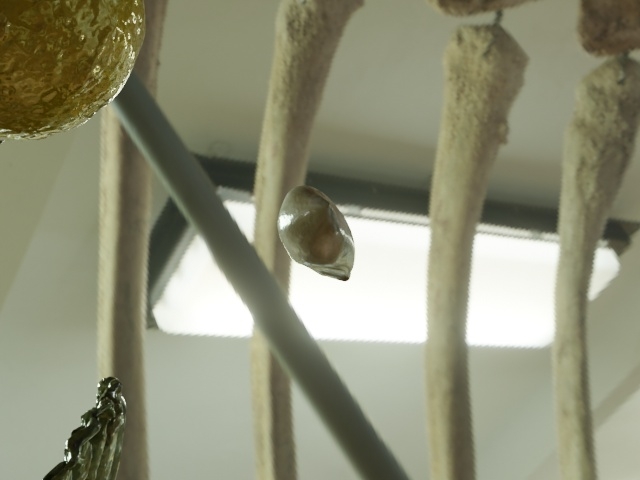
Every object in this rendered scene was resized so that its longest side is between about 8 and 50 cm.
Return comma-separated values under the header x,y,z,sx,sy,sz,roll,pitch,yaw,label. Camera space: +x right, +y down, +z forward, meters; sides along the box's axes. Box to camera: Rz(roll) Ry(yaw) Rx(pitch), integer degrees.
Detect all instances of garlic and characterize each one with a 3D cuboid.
x,y,z,sx,sy,sz,roll,pitch,yaw,label
-0.007,-0.006,1.831,0.112,0.143,0.318,-51,-17,-5,garlic

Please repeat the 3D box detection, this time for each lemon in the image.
x,y,z,sx,sy,sz,roll,pitch,yaw,label
-0.287,-0.222,0.944,0.245,0.245,0.320,-30,-35,4,lemon

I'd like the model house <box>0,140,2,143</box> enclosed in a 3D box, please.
x,y,z,sx,sy,sz,roll,pitch,yaw,label
-0.533,-0.264,1.256,0.298,0.243,0.284,3,-28,10,model house

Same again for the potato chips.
x,y,z,sx,sy,sz,roll,pitch,yaw,label
-0.344,0.377,1.372,0.070,0.358,0.429,23,-69,3,potato chips
